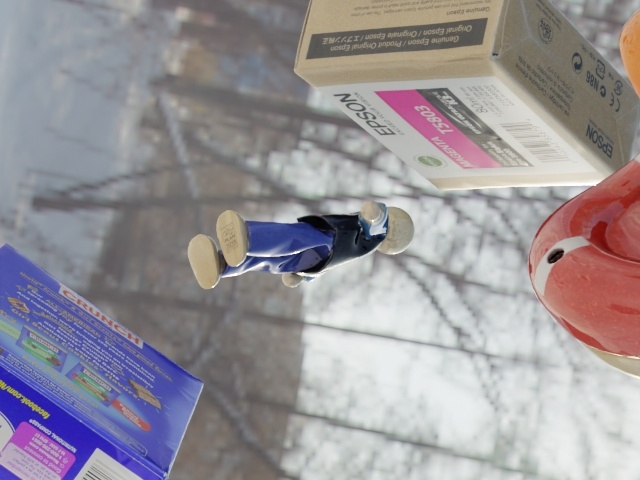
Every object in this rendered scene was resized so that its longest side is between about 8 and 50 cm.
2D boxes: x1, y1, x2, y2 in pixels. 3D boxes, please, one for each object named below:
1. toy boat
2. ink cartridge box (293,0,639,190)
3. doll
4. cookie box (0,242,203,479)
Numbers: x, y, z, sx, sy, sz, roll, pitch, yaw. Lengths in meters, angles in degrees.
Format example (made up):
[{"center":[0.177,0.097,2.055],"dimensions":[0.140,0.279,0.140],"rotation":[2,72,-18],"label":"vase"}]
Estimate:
[{"center":[0.186,-0.048,0.789],"dimensions":[0.231,0.151,0.151],"rotation":[-43,-154,3],"label":"toy boat"},{"center":[0.125,-0.127,1.428],"dimensions":[0.193,0.234,0.088],"rotation":[-2,-114,38],"label":"ink cartridge box"},{"center":[0.000,0.000,1.296],"dimensions":[0.129,0.189,0.046],"rotation":[-38,-114,43],"label":"doll"},{"center":[-0.090,0.052,0.584],"dimensions":[0.040,0.092,0.107],"rotation":[-54,-176,11],"label":"cookie box"}]
